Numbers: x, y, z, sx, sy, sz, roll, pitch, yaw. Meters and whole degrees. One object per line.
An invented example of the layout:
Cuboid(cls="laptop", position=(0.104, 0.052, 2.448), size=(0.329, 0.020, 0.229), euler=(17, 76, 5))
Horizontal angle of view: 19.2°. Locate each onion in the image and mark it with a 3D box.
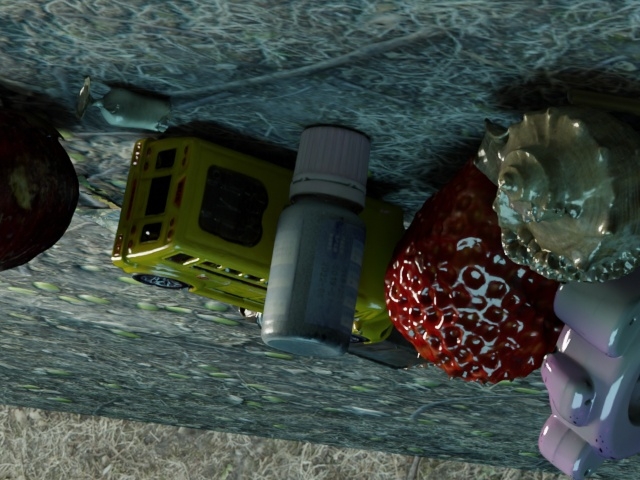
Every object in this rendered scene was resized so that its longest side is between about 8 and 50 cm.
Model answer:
Cuboid(cls="onion", position=(-0.352, -0.046, 1.787), size=(0.246, 0.190, 0.246), euler=(-11, 179, 0))

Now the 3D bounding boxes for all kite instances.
Cuboid(cls="kite", position=(-0.239, -0.031, 2.141), size=(0.169, 0.015, 0.310), euler=(-1, 164, 38))

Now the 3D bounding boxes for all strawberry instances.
Cuboid(cls="strawberry", position=(0.159, 0.015, 1.758), size=(0.205, 0.205, 0.244), euler=(7, 145, 7))

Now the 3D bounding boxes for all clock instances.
Cuboid(cls="clock", position=(0.292, 0.089, 1.704), size=(0.227, 0.248, 0.090), euler=(-26, -128, -37))

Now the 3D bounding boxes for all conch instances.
Cuboid(cls="conch", position=(0.222, -0.049, 1.551), size=(0.245, 0.163, 0.178), euler=(-4, -139, -39))

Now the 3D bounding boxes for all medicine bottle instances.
Cuboid(cls="medicine bottle", position=(0.000, 0.000, 1.714), size=(0.083, 0.203, 0.083), euler=(9, 168, 2))

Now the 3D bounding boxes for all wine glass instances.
Cuboid(cls="wine glass", position=(-0.175, -0.120, 1.691), size=(0.083, 0.042, 0.039), euler=(11, -156, -20))

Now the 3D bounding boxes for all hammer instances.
Cuboid(cls="hammer", position=(0.293, -0.102, 1.497), size=(0.195, 0.028, 0.060), euler=(9, 161, 4))

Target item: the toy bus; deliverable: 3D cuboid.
Cuboid(cls="toy bus", position=(-0.033, 0.003, 1.871), size=(0.331, 0.145, 0.151), euler=(18, 165, -32))

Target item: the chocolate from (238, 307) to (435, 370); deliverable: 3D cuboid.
Cuboid(cls="chocolate", position=(0.031, 0.068, 2.171), size=(0.112, 0.112, 0.321), euler=(-5, 161, 39))

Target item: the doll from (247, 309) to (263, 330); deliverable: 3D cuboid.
Cuboid(cls="doll", position=(-0.084, 0.013, 1.975), size=(0.219, 0.091, 0.067), euler=(44, -176, -29))
